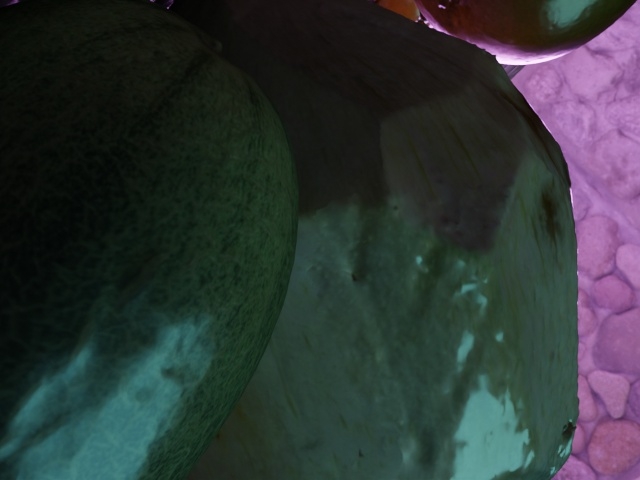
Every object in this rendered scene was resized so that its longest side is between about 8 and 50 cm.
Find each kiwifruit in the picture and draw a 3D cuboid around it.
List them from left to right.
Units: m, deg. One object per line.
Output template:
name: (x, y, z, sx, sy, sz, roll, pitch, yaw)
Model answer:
kiwifruit: (0.178, -0.249, 1.222, 0.234, 0.196, 0.196, -45, 175, -23)

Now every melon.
melon: (-0.155, 0.029, 0.767, 0.329, 0.248, 0.248, -49, 174, -2)

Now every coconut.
coconut: (0.000, 0.000, 1.050, 0.344, 0.415, 0.415, -26, 165, -32)

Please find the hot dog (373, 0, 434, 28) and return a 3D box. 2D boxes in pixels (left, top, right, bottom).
hot dog: (0.075, -0.186, 1.500, 0.102, 0.076, 0.249, -42, 174, -33)
